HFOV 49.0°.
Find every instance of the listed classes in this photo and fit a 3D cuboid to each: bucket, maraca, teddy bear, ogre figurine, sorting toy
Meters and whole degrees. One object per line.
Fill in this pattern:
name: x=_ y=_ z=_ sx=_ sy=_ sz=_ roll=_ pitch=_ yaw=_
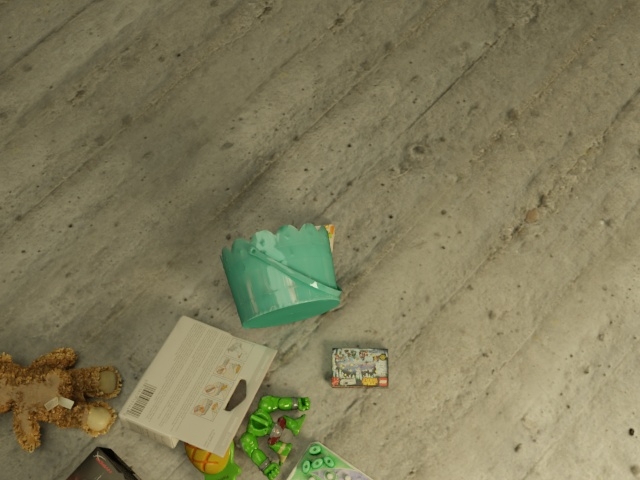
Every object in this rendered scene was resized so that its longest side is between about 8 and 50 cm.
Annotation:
bucket: x=-0.088 y=0.090 z=1.664 sx=0.281 sy=0.281 sz=0.183 roll=-15 pitch=76 yaw=-2
maraca: x=-0.246 y=0.484 z=1.605 sx=0.127 sy=0.099 sz=0.185 roll=-34 pitch=70 yaw=24
teddy bear: x=-0.646 y=0.372 z=1.681 sx=0.338 sy=0.113 sz=0.245 roll=-9 pitch=76 yaw=-8
ogre figurine: x=-0.111 y=0.434 z=1.623 sx=0.118 sy=0.097 sz=0.197 roll=28 pitch=84 yaw=1
sorting toy: x=0.000 y=0.000 z=1.814 sx=0.083 sy=0.045 sz=0.075 roll=-9 pitch=88 yaw=0

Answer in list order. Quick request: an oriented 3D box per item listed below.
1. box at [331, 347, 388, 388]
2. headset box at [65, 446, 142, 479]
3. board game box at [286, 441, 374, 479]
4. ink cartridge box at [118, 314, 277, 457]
box: x=0.096 y=0.308 z=1.693 sx=0.137 sy=0.027 sz=0.093 roll=0 pitch=70 yaw=3
headset box: x=-0.512 y=0.643 z=1.555 sx=0.218 sy=0.110 sz=0.293 roll=40 pitch=76 yaw=14
board game box: x=0.035 y=0.709 z=1.534 sx=0.390 sy=0.050 sz=0.390 roll=32 pitch=74 yaw=14
ink cartridge box: x=-0.276 y=0.340 z=1.628 sx=0.261 sy=0.066 sz=0.296 roll=19 pitch=51 yaw=11
